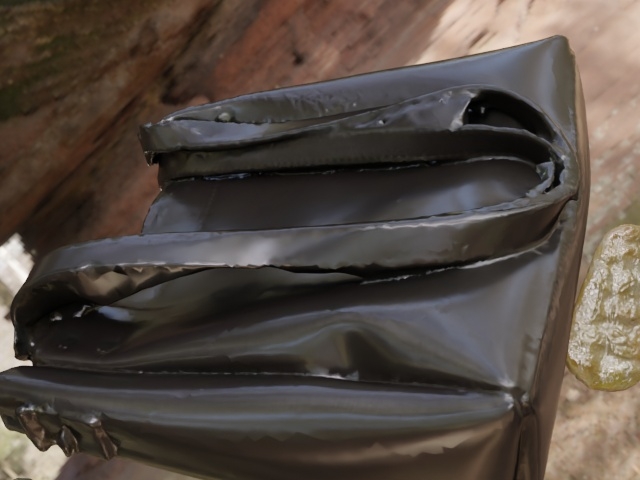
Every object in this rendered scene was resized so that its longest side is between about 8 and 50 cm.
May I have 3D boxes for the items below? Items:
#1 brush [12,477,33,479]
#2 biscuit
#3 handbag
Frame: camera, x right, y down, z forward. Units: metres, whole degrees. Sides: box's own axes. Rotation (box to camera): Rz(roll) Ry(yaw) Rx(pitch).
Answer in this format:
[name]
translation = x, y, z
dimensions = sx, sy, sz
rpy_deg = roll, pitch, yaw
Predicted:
[brush]
translation = -0.074, 0.175, 0.389
dimensions = 0.034, 0.190, 0.027
rpy_deg = -32, -16, -29
[biscuit]
translation = 0.243, 0.054, 0.829
dimensions = 0.018, 0.071, 0.147
rpy_deg = 115, 179, -74
[handbag]
translation = 0.000, -0.001, 0.504
dimensions = 0.257, 0.113, 0.285
rpy_deg = 0, 38, 18
